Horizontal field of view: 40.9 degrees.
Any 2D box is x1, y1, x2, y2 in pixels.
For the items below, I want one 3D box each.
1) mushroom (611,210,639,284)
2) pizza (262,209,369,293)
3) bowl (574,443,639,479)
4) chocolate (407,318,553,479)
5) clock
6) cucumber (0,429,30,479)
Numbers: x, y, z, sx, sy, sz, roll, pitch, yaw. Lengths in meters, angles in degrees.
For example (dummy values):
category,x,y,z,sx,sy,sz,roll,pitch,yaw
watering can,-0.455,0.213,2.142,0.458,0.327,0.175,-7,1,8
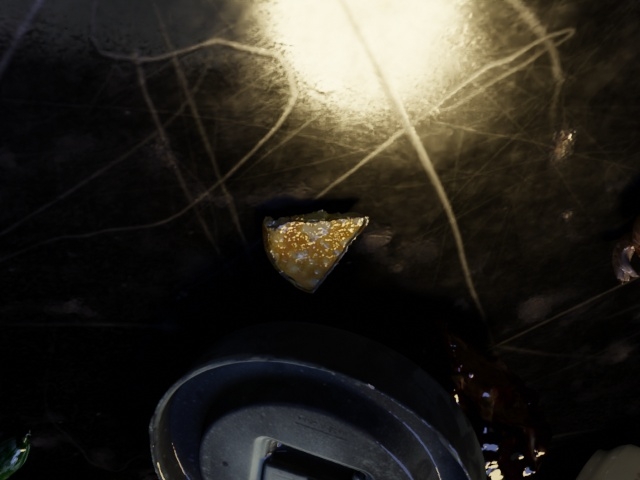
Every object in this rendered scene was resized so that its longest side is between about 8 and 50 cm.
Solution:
category,x,y,z,sx,sy,sz,roll,pitch,yaw
mushroom,0.406,-0.009,0.975,0.135,0.080,0.170,32,116,-32
pizza,0.000,0.000,0.863,0.108,0.026,0.123,-26,138,3
bowl,0.495,0.441,1.453,0.238,0.126,0.238,-39,147,-32
chocolate,0.171,0.178,1.032,0.206,0.224,0.177,-11,117,-9
clock,-0.004,0.257,0.960,0.386,0.076,0.386,11,125,16
cucumber,-0.386,0.270,1.007,0.168,0.039,0.039,-35,138,21
